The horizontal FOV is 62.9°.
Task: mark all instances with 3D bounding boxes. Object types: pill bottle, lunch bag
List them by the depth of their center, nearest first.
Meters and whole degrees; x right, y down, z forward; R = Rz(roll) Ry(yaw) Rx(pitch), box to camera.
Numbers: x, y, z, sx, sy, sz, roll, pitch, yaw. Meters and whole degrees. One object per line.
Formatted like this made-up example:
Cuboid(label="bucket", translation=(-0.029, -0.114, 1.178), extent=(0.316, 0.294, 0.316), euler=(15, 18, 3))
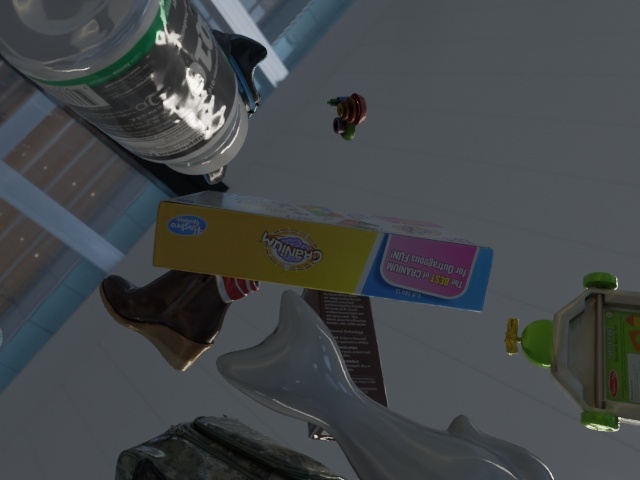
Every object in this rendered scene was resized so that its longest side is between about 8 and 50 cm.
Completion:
Cuboid(label="pill bottle", translation=(-0.234, -0.228, 0.711), extent=(0.204, 0.361, 0.204), euler=(-2, -102, 9))
Cuboid(label="lunch bag", translation=(-0.127, 0.398, 0.792), extent=(0.305, 0.256, 0.213), euler=(11, -81, 36))

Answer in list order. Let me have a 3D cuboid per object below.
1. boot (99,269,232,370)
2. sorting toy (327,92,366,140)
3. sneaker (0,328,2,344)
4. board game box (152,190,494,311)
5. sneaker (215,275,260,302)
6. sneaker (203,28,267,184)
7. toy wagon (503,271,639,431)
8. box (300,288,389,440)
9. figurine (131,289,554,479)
Cuboid(label="boot", translation=(-0.259, 0.080, 0.918), extent=(0.248, 0.090, 0.207), euler=(37, -79, 18))
Cuboid(label="sorting toy", translation=(0.035, -0.197, 0.820), extent=(0.102, 0.042, 0.061), euler=(135, -55, -66))
Cuboid(label="sneaker", translation=(-0.631, 0.075, 0.725), extent=(0.127, 0.319, 0.208), euler=(-33, -113, 23))
Cuboid(label="board game box", translation=(0.000, 0.000, 0.601), extent=(0.242, 0.316, 0.064), euler=(-101, -161, -82))
Cuboid(label="sneaker", translation=(-0.120, 0.022, 0.734), extent=(0.067, 0.042, 0.118), euler=(-17, -93, 15))
Cuboid(label="sneaker", translation=(-0.201, -0.282, 1.169), extent=(0.125, 0.139, 0.341), euler=(-127, -137, -52))
Cuboid(label="toy wagon", translation=(0.494, 0.186, 0.886), extent=(0.344, 0.068, 0.267), euler=(3, -117, 23))
Cuboid(label="box", translation=(0.043, 0.255, 1.250), extent=(0.191, 0.143, 0.381), euler=(112, -20, -47))
Cuboid(label="figurine", translation=(-0.005, 0.161, 0.302), extent=(0.209, 0.092, 0.215), euler=(38, -111, 6))
